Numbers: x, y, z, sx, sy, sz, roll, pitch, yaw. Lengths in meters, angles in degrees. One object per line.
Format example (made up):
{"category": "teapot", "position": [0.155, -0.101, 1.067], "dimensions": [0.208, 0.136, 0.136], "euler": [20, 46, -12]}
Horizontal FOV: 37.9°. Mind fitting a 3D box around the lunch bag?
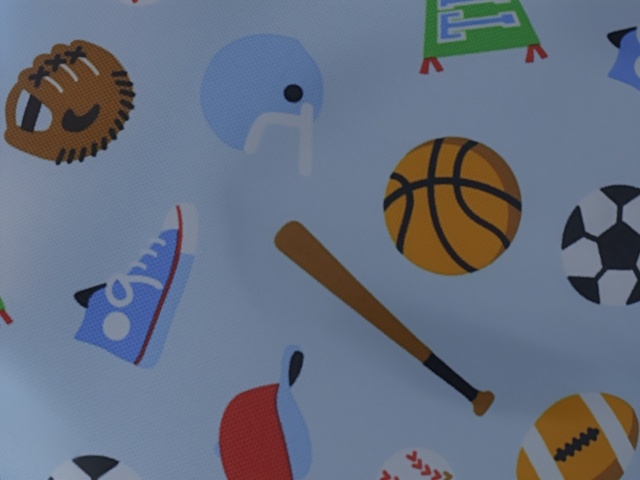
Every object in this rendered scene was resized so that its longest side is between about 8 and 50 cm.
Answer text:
{"category": "lunch bag", "position": [0.000, 0.000, 0.435], "dimensions": [0.239, 0.385, 0.328], "euler": [46, -121, -72]}
